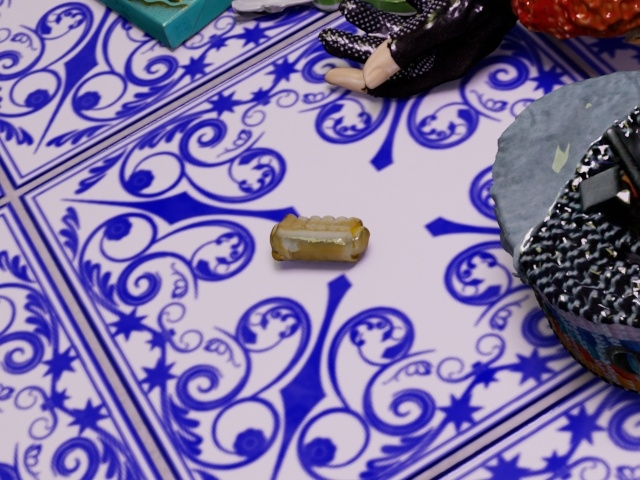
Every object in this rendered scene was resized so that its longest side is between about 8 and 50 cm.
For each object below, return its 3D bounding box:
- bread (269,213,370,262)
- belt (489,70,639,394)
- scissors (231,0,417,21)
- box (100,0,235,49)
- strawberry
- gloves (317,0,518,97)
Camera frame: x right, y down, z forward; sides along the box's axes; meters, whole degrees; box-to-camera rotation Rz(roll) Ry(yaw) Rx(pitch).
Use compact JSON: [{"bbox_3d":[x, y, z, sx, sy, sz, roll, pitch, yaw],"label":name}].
[{"bbox_3d":[0.000,0.000,1.246,0.088,0.034,0.049,1,37,13],"label":"bread"},{"bbox_3d":[0.243,-0.010,1.102,0.207,0.150,0.257,-27,47,8],"label":"belt"},{"bbox_3d":[0.013,-0.250,1.455,0.204,0.027,0.101,-10,48,7],"label":"scissors"},{"bbox_3d":[-0.120,-0.305,1.533,0.226,0.042,0.161,-40,50,-17],"label":"box"},{"bbox_3d":[0.240,-0.249,1.278,0.175,0.107,0.236,-25,34,-30],"label":"strawberry"},{"bbox_3d":[0.087,-0.183,1.344,0.180,0.106,0.129,-31,46,28],"label":"gloves"}]
